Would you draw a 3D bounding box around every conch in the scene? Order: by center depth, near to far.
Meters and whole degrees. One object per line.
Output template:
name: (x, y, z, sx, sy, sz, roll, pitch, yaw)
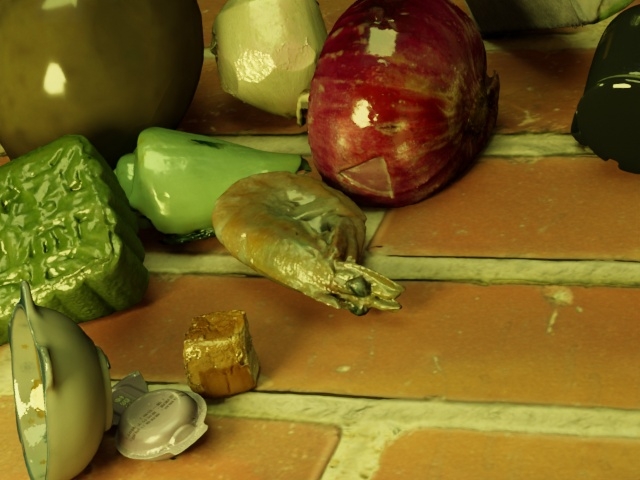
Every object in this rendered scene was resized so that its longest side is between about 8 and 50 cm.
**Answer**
conch: (-0.152, -0.061, 2.110, 0.250, 0.137, 0.143, 13, 13, 9)

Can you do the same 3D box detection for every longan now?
longan: (-0.328, -0.262, 2.262, 0.336, 0.404, 0.404, 10, 23, -29)

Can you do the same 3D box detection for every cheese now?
cheese: (-0.188, 0.192, 1.806, 0.105, 0.042, 0.191, -38, 32, -22)

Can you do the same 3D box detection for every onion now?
onion: (0.089, -0.191, 2.078, 0.272, 0.230, 0.256, -4, 36, 5)

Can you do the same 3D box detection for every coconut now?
coconut: (-0.067, -0.254, 2.293, 0.171, 0.171, 0.183, -11, 76, 8)

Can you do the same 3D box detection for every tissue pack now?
tissue pack: (0.250, -0.415, 2.155, 0.124, 0.288, 0.394, -31, 12, -9)

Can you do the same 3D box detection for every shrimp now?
shrimp: (0.000, 0.000, 1.956, 0.168, 0.077, 0.317, -34, 47, -28)

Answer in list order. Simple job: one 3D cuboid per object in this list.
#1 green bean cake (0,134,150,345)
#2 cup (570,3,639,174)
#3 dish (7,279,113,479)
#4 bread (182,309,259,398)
green bean cake: (-0.348, 0.010, 2.017, 0.248, 0.125, 0.222, -26, 57, 6)
cup: (0.384, -0.171, 2.004, 0.223, 0.169, 0.176, -32, 23, 48)
dish: (-0.272, 0.150, 1.770, 0.086, 0.228, 0.236, -6, 4, -20)
bread: (-0.109, 0.127, 1.830, 0.070, 0.083, 0.077, -7, 31, 11)
